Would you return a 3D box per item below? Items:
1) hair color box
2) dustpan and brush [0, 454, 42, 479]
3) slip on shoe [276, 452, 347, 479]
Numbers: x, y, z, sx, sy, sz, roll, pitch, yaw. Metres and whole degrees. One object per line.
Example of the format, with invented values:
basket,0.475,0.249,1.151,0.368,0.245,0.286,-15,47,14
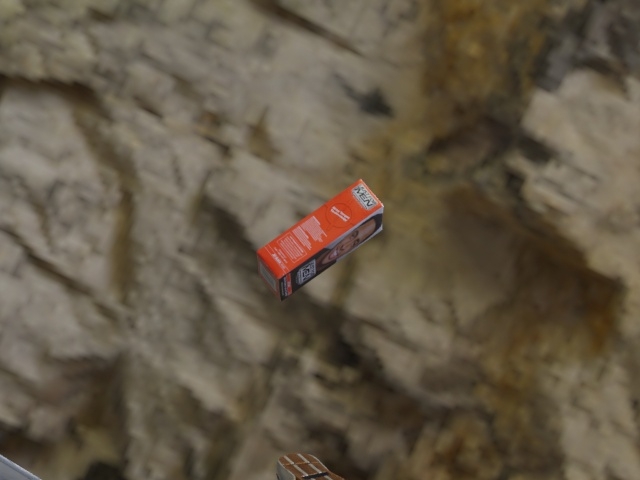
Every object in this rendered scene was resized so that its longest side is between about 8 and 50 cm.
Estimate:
hair color box,0.000,0.000,2.132,0.141,0.043,0.072,-36,162,-12
dustpan and brush,-0.339,0.343,2.055,0.211,0.147,0.060,-66,166,21
slip on shoe,-0.003,0.226,1.714,0.135,0.051,0.041,-149,-123,-61
